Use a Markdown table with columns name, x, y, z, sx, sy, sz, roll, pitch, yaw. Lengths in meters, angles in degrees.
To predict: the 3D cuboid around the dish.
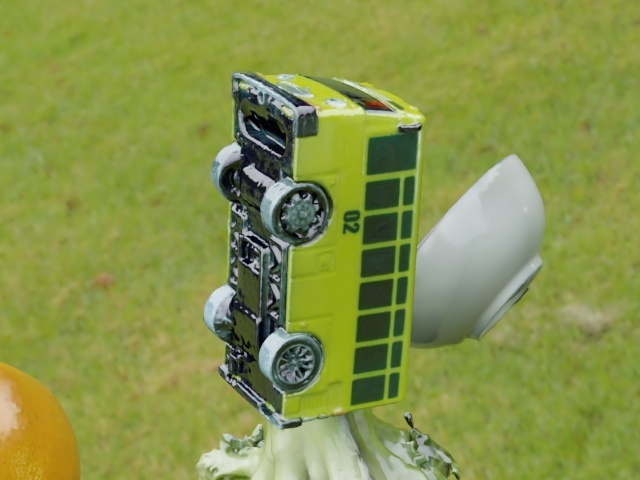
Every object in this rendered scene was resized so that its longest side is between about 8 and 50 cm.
| name | x | y | z | sx | sy | sz | roll | pitch | yaw |
| --- | --- | --- | --- | --- | --- | --- | --- | --- | --- |
| dish | 0.134 | 0.034 | 1.535 | 0.086 | 0.228 | 0.236 | 42 | 63 | 10 |

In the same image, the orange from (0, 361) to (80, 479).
| name | x | y | z | sx | sy | sz | roll | pitch | yaw |
| --- | --- | --- | --- | --- | --- | --- | --- | --- | --- |
| orange | -0.432 | 0.280 | 2.007 | 0.312 | 0.312 | 0.312 | -16 | 32 | 10 |

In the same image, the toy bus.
| name | x | y | z | sx | sy | sz | roll | pitch | yaw |
| --- | --- | --- | --- | --- | --- | --- | --- | --- | --- |
| toy bus | 0.000 | 0.000 | 1.362 | 0.150 | 0.262 | 0.128 | -7 | 22 | -27 |

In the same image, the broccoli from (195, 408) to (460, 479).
| name | x | y | z | sx | sy | sz | roll | pitch | yaw |
| --- | --- | --- | --- | --- | --- | --- | --- | --- | --- |
| broccoli | 0.007 | 0.221 | 1.522 | 0.288 | 0.245 | 0.248 | -11 | 30 | 35 |
